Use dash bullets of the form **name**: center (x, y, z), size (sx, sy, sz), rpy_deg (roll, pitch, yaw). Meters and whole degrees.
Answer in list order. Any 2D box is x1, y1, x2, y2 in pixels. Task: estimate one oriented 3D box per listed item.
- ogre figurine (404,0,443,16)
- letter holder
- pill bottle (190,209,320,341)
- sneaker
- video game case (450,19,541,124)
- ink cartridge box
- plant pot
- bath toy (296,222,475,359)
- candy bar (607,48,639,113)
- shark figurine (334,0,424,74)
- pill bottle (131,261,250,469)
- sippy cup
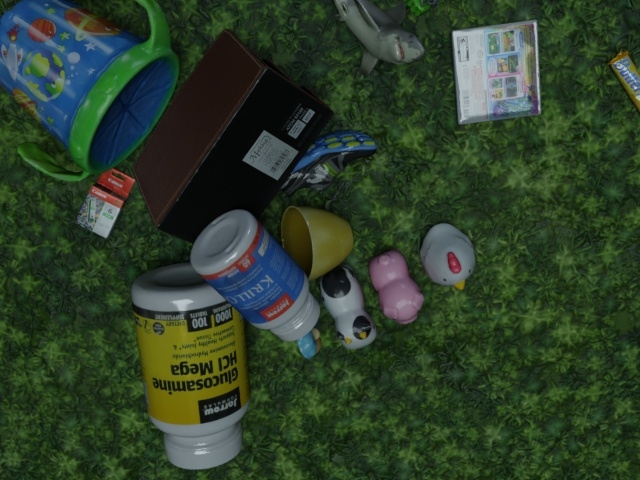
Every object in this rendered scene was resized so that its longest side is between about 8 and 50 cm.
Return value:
- **ogre figurine**: center (0.156, -0.445, 1.077), size (0.118, 0.197, 0.097), rpy_deg (-13, 149, -32)
- **letter holder**: center (-0.159, -0.166, 1.155), size (0.152, 0.214, 0.302), rpy_deg (26, 107, -40)
- **pill bottle**: center (-0.095, 0.064, 1.112), size (0.124, 0.124, 0.221), rpy_deg (-35, 125, 9)
- **sneaker**: center (0.009, -0.132, 1.202), size (0.188, 0.067, 0.078), rpy_deg (-23, 126, 4)
- **video game case**: center (0.298, -0.284, 1.177), size (0.143, 0.019, 0.157), rpy_deg (-7, 105, 1)
- **ink cartridge box**: center (-0.380, -0.069, 1.227), size (0.062, 0.029, 0.115), rpy_deg (28, 104, -7)
- **plant pot**: center (0.000, 0.000, 1.209), size (0.095, 0.134, 0.134), rpy_deg (-9, 107, -25)
- **bath toy**: center (0.116, 0.093, 1.224), size (0.348, 0.129, 0.152), rpy_deg (-25, 104, 6)
- **candy bar**: center (0.545, -0.253, 1.187), size (0.040, 0.018, 0.161), rpy_deg (-36, 103, 9)
- **shark figurine**: center (0.082, -0.390, 1.124), size (0.116, 0.166, 0.278), rpy_deg (-32, 86, -17)
- **pill bottle**: center (-0.221, 0.220, 1.226), size (0.187, 0.188, 0.334), rpy_deg (-4, 106, 1)
- **sippy cup**: center (-0.379, -0.259, 1.087), size (0.224, 0.240, 0.306), rpy_deg (35, 78, 2)
